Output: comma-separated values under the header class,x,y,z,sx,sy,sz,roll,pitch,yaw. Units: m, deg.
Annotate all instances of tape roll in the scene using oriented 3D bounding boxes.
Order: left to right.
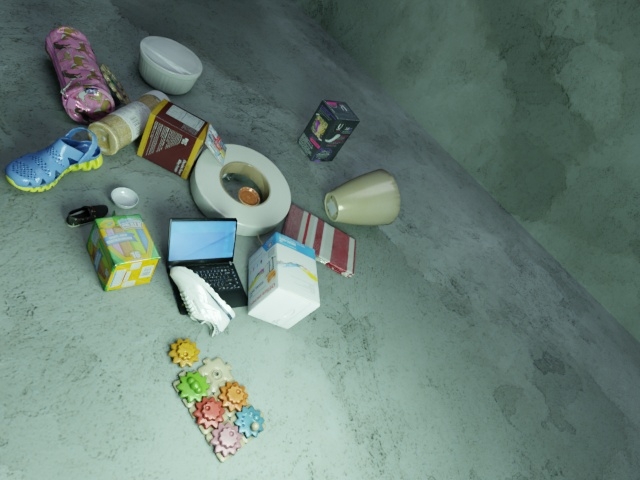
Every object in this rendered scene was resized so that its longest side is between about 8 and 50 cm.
class,x,y,z,sx,sy,sz,roll,pitch,yaw
tape roll,-0.298,-0.198,1.704,0.391,0.072,0.393,19,51,-25

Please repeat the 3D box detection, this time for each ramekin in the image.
class,x,y,z,sx,sy,sz,roll,pitch,yaw
ramekin,-0.667,-0.757,1.959,0.272,0.127,0.273,22,41,-21

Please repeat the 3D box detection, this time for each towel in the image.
class,x,y,z,sx,sy,sz,roll,pitch,yaw
towel,0.000,0.000,1.817,0.328,0.037,0.237,29,37,-15

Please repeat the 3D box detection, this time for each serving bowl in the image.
class,x,y,z,sx,sy,sz,roll,pitch,yaw
serving bowl,-0.635,-0.132,1.445,0.083,0.027,0.083,22,41,-21

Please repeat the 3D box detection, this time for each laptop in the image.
class,x,y,z,sx,sy,sz,roll,pitch,yaw
laptop,-0.341,0.072,1.390,0.234,0.137,0.265,-3,54,-39

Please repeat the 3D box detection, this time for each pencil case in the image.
class,x,y,z,sx,sy,sz,roll,pitch,yaw
pencil case,-0.876,-0.601,1.618,0.159,0.167,0.386,-24,64,-13

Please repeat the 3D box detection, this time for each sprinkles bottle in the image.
class,x,y,z,sx,sy,sz,roll,pitch,yaw
sprinkles bottle,-0.685,-0.438,1.632,0.121,0.121,0.355,34,39,-6

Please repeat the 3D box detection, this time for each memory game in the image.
class,x,y,z,sx,sy,sz,roll,pitch,yaw
memory game,-0.774,-0.585,1.697,0.186,0.012,0.186,60,-2,4

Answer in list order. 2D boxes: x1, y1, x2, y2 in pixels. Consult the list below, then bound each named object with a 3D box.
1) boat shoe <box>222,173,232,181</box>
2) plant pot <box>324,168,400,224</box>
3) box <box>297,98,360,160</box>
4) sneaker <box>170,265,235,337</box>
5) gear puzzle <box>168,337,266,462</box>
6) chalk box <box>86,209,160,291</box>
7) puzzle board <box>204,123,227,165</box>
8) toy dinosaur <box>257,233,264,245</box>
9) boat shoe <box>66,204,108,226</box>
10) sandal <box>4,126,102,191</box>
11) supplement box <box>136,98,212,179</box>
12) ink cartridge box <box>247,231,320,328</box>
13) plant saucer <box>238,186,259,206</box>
class,x,y,z,sx,sy,sz,roll,pitch,yaw
boat shoe,-0.356,-0.286,1.808,0.040,0.049,0.142,39,43,-12
plant pot,0.166,-0.169,1.976,0.273,0.257,0.257,-13,60,-26
box,0.036,-0.531,2.177,0.165,0.270,0.143,-11,59,-44
sneaker,-0.354,0.173,1.289,0.235,0.090,0.095,48,65,-13
gear puzzle,-0.284,0.393,1.192,0.175,0.044,0.339,-22,67,-48
chalk box,-0.571,0.013,1.270,0.132,0.132,0.213,-12,59,-45
puzzle board,-0.379,-0.348,1.633,0.128,0.011,0.097,59,26,-52
toy dinosaur,-0.174,0.050,1.628,0.183,0.053,0.093,35,23,-17
boat shoe,-0.693,-0.081,1.339,0.049,0.042,0.133,44,37,9
sandal,-0.798,-0.258,1.355,0.126,0.138,0.317,40,40,-2
supplement box,-0.529,-0.366,1.628,0.194,0.191,0.129,27,38,-14
ink cartridge box,-0.123,0.133,1.456,0.168,0.171,0.233,27,37,-32
plant saucer,-0.264,-0.159,1.639,0.083,0.013,0.084,19,51,-25
